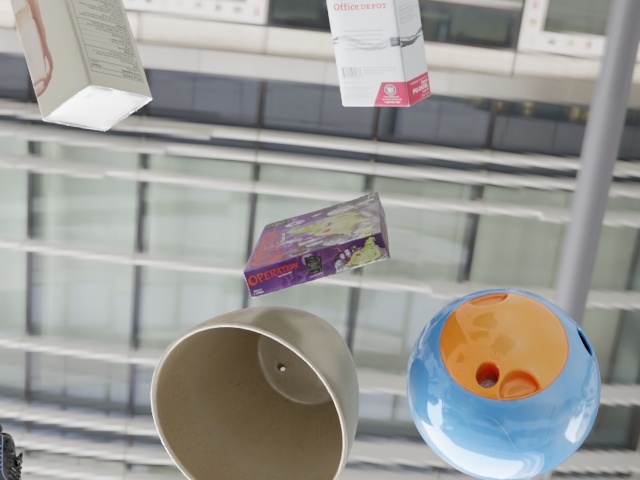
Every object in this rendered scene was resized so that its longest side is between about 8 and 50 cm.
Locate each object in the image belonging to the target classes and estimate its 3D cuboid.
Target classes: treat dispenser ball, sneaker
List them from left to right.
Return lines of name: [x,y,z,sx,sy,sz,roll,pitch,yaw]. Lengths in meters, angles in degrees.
sneaker: [-0.497,0.353,1.731,0.090,0.081,0.232,-38,-138,-18]
treat dispenser ball: [0.272,0.215,1.686,0.288,0.288,0.288,6,-159,-2]

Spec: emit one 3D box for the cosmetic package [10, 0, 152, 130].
cosmetic package: [-0.415,-0.351,1.909,0.129,0.296,0.153,-29,160,30]

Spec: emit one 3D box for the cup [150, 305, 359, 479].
cup: [-0.069,0.237,1.800,0.331,0.331,0.237,14,-156,19]

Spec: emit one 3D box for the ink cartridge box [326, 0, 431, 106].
ink cartridge box: [0.077,-0.256,1.472,0.109,0.151,0.063,6,-155,37]

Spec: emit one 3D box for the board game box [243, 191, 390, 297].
board game box: [0.000,0.000,1.742,0.208,0.056,0.347,-21,-170,6]
